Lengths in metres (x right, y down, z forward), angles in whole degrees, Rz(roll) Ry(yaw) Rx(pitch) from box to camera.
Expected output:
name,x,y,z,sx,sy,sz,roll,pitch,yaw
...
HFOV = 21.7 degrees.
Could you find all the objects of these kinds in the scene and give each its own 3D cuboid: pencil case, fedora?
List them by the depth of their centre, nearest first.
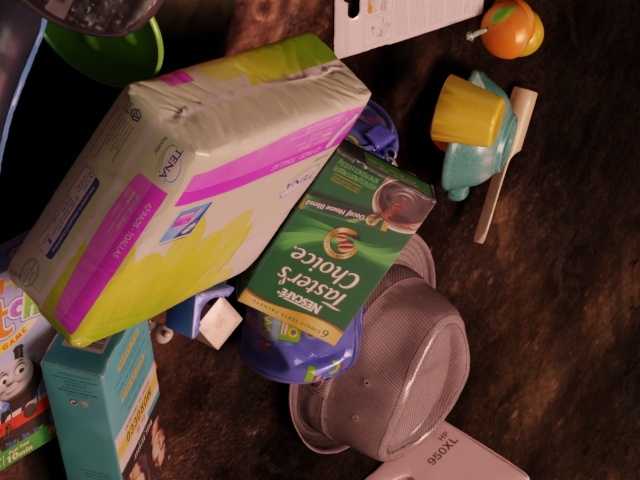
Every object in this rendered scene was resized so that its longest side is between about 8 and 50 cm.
name,x,y,z,sx,sy,sz,roll,pitch,yaw
pencil case,0.000,0.000,1.641,0.119,0.133,0.306,-28,137,-47
fedora,0.083,0.137,1.864,0.243,0.124,0.275,-3,118,-53

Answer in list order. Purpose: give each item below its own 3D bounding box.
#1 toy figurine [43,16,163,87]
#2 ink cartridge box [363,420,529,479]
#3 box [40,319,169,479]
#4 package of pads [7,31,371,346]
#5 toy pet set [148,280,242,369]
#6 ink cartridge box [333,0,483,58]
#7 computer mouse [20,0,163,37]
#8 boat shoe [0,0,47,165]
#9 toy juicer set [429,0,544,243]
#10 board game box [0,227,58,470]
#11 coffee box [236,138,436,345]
name,x,y,z,sx,sy,sz,roll,pitch,yaw
toy figurine,-0.148,-0.236,1.310,0.159,0.130,0.173,-53,124,-34
ink cartridge box,0.134,0.466,2.150,0.285,0.166,0.395,-42,143,-26
box,-0.192,0.157,1.522,0.244,0.060,0.100,87,19,-47
package of pads,-0.105,-0.044,1.396,0.229,0.101,0.296,-53,165,30
toy pet set,-0.136,0.061,1.542,0.122,0.114,0.065,-52,130,-15
ink cartridge box,0.082,-0.268,1.642,0.179,0.045,0.145,-19,132,-22
computer mouse,-0.214,-0.260,1.156,0.262,0.060,0.184,18,104,-23
boat shoe,-0.289,-0.089,1.237,0.089,0.109,0.258,19,83,-49
toy juicer set,0.175,-0.149,1.816,0.329,0.089,0.209,71,38,-69
board game box,-0.289,0.111,1.427,0.160,0.039,0.211,-31,137,-37
coffee box,0.013,0.003,1.548,0.113,0.040,0.184,27,115,-19
